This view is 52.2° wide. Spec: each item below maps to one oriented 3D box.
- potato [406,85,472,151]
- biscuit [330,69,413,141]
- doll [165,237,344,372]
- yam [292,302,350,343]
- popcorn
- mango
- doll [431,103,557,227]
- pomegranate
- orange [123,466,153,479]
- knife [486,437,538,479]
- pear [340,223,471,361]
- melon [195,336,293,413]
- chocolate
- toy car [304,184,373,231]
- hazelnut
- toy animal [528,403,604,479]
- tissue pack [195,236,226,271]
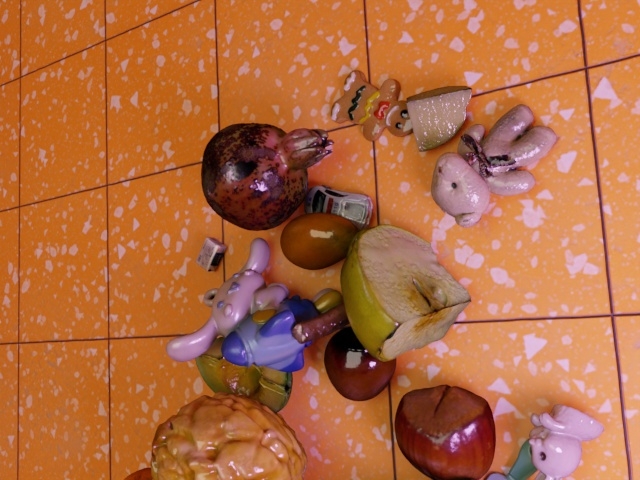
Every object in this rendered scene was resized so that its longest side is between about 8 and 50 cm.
[{"bbox_3d":[0.276,-0.278,1.474,0.149,0.081,0.120,-10,111,17],"label":"potato"},{"bbox_3d":[0.132,-0.321,1.581,0.240,0.035,0.158,28,104,33],"label":"biscuit"},{"bbox_3d":[-0.141,0.182,1.581,0.365,0.187,0.376,20,77,28],"label":"doll"},{"bbox_3d":[0.049,0.173,1.493,0.057,0.241,0.057,54,157,37],"label":"yam"},{"bbox_3d":[-0.207,0.521,1.531,0.344,0.354,0.390,58,136,17],"label":"popcorn"},{"bbox_3d":[-0.006,-0.002,1.563,0.221,0.151,0.120,-23,42,51],"label":"mango"},{"bbox_3d":[0.348,-0.169,1.369,0.278,0.149,0.175,-43,31,9],"label":"doll"},{"bbox_3d":[-0.121,-0.175,1.590,0.340,0.285,0.285,-25,72,34],"label":"pomegranate"},{"bbox_3d":[-0.450,0.733,1.766,0.240,0.240,0.240,-4,84,34],"label":"orange"},{"bbox_3d":[0.376,0.504,1.344,0.063,0.034,0.260,43,111,27],"label":"knife"},{"bbox_3d":[0.140,0.101,1.409,0.282,0.286,0.176,56,134,24],"label":"pear"},{"bbox_3d":[-0.178,0.343,1.678,0.265,0.129,0.169,18,133,15],"label":"melon"},{"bbox_3d":[0.092,0.284,1.492,0.176,0.176,0.177,-4,84,34],"label":"chocolate"},{"bbox_3d":[0.039,-0.081,1.609,0.204,0.056,0.095,15,96,33],"label":"toy car"},{"bbox_3d":[0.260,0.403,1.359,0.212,0.181,0.181,8,61,33],"label":"hazelnut"},{"bbox_3d":[0.427,0.419,1.228,0.130,0.104,0.221,32,80,-9],"label":"toy animal"},{"bbox_3d":[-0.308,0.039,1.837,0.062,0.042,0.083,32,103,33],"label":"tissue pack"}]
